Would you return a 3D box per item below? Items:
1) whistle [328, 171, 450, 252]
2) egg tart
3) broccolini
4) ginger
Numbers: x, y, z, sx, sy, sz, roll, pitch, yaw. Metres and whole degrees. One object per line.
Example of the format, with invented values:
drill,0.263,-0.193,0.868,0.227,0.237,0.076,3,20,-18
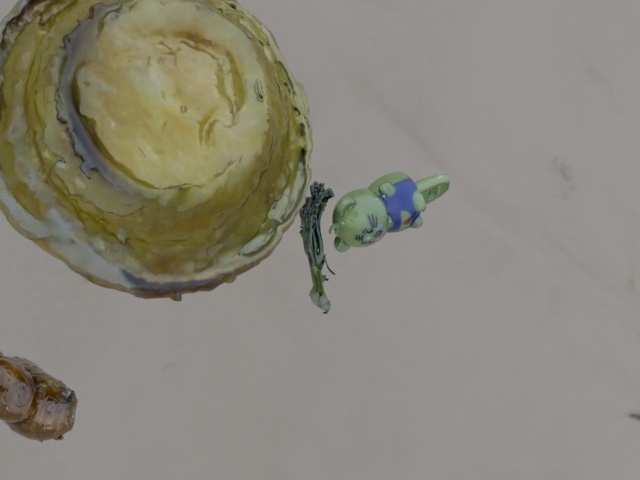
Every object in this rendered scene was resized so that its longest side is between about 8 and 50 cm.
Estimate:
whistle,0.107,-0.051,1.675,0.227,0.105,0.085,-21,50,-26
egg tart,-0.154,-0.118,1.040,0.345,0.132,0.345,4,77,-20
broccolini,0.001,0.006,1.559,0.062,0.271,0.123,-9,120,0
ginger,-0.319,0.152,1.097,0.103,0.162,0.073,30,82,-39
